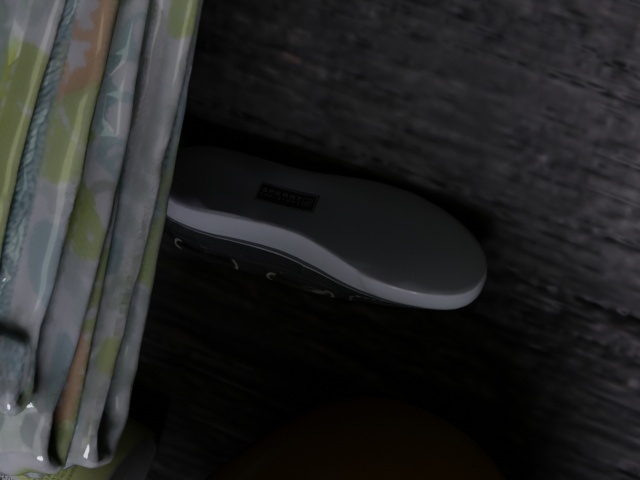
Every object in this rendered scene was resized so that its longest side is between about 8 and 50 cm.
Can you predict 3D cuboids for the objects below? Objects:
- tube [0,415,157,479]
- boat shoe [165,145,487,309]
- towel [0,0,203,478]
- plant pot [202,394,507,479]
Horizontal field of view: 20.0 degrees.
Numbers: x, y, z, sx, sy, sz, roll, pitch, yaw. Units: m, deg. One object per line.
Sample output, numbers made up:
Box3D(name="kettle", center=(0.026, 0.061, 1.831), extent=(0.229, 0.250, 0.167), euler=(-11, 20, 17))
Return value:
Box3D(name="tube", center=(-0.189, 0.054, 0.848), extent=(0.240, 0.062, 0.070), euler=(29, 82, 13))
Box3D(name="boat shoe", center=(0.000, 0.000, 0.736), extent=(0.142, 0.049, 0.040), euler=(19, 143, 16))
Box3D(name="towel", center=(-0.211, -0.106, 0.677), extent=(0.374, 0.090, 0.321), euler=(17, 100, 21))
Box3D(name="plant pot", center=(-0.003, 0.164, 0.739), extent=(0.205, 0.188, 0.205), euler=(12, 123, 19))
